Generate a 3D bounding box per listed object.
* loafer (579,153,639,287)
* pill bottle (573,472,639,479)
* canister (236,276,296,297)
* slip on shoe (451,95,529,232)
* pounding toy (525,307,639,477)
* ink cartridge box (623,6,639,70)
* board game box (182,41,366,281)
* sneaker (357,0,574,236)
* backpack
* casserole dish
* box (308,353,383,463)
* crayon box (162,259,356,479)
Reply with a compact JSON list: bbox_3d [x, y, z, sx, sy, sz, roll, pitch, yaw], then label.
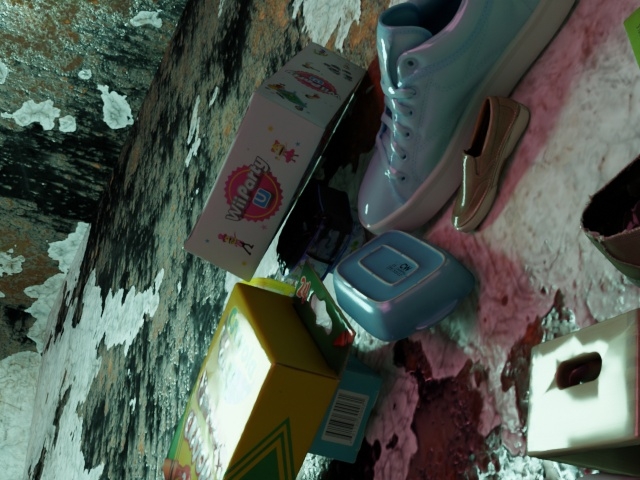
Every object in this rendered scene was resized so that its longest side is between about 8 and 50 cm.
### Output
[{"bbox_3d":[0.256,-0.051,0.547,0.251,0.087,0.094,-51,30,42],"label":"loafer"},{"bbox_3d":[0.212,0.175,0.427,0.229,0.131,0.131,-14,61,64],"label":"pill bottle"},{"bbox_3d":[-0.094,0.142,1.244,0.126,0.073,0.170,-16,58,64],"label":"canister"},{"bbox_3d":[0.153,-0.074,0.867,0.135,0.041,0.051,-65,23,17],"label":"slip on shoe"},{"bbox_3d":[0.214,0.080,0.521,0.141,0.130,0.100,136,145,-64],"label":"pounding toy"},{"bbox_3d":[0.278,-0.195,0.593,0.255,0.097,0.189,-49,32,42],"label":"ink cartridge box"},{"bbox_3d":[-0.052,-0.114,1.163,0.224,0.097,0.303,-62,0,26],"label":"board game box"},{"bbox_3d":[0.102,-0.168,0.912,0.366,0.150,0.135,-61,24,26],"label":"sneaker"},{"bbox_3d":[0.000,0.000,1.111,0.114,0.084,0.105,-56,23,25],"label":"backpack"},{"bbox_3d":[0.074,0.037,0.895,0.114,0.037,0.188,-34,23,-8],"label":"casserole dish"},{"bbox_3d":[-0.015,0.164,1.057,0.244,0.060,0.101,24,96,67],"label":"box"},{"bbox_3d":[-0.079,0.188,1.002,0.319,0.081,0.202,-67,23,13],"label":"crayon box"}]
